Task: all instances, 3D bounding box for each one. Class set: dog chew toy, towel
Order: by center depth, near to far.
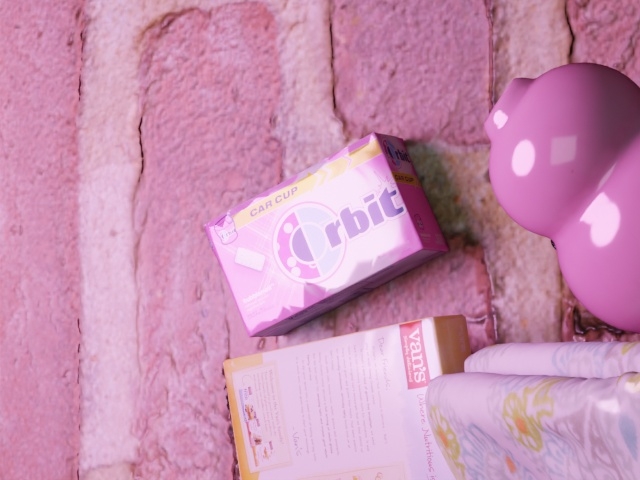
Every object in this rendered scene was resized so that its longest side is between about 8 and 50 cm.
[{"bbox_3d":[0.223,0.219,1.187,0.090,0.374,0.320,-33,96,-17],"label":"towel"},{"bbox_3d":[0.264,-0.007,1.247,0.332,0.206,0.206,34,103,2],"label":"dog chew toy"}]

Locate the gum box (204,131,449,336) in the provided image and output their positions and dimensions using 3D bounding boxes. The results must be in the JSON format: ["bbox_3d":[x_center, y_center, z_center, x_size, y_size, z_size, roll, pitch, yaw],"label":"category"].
[{"bbox_3d":[0.000,0.000,1.484,0.188,0.062,0.107,-28,76,22],"label":"gum box"}]

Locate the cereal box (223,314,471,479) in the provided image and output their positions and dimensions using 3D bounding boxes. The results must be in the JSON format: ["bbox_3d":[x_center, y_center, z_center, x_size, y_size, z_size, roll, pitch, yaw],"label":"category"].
[{"bbox_3d":[0.028,0.163,1.438,0.240,0.047,0.173,-14,81,41],"label":"cereal box"}]

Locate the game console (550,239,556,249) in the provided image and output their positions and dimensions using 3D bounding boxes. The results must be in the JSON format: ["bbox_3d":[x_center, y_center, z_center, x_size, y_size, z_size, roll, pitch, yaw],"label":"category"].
[{"bbox_3d":[0.271,-0.019,1.346,0.144,0.124,0.085,-57,41,12],"label":"game console"}]
